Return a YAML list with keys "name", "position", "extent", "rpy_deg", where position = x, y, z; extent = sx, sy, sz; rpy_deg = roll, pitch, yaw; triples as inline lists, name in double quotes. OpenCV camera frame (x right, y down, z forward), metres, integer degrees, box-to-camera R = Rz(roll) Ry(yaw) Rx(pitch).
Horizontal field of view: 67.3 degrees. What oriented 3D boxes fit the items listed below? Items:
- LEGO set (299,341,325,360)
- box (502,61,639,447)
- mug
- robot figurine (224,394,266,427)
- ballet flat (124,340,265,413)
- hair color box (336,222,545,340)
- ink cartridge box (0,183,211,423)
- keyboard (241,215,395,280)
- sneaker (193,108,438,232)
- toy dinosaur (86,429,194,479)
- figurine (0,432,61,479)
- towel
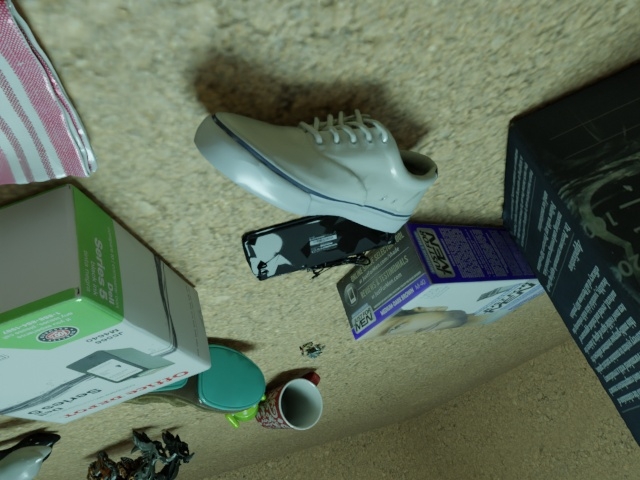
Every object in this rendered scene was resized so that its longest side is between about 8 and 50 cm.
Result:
- name: "LEGO set"
  position: [-0.018, 0.239, 1.020]
  extent: [0.054, 0.023, 0.083]
  rpy_deg: [-32, 150, 22]
- name: "box"
  position: [0.526, 0.018, 0.499]
  extent: [0.480, 0.471, 0.297]
  rpy_deg: [-25, 152, 8]
- name: "mug"
  position: [-0.071, 0.400, 1.171]
  extent: [0.150, 0.113, 0.169]
  rpy_deg: [-11, 165, -36]
- name: "robot figurine"
  position: [-0.180, 0.386, 1.131]
  extent: [0.101, 0.067, 0.115]
  rpy_deg: [-40, 160, -25]
- name: "ballet flat"
  position: [-0.233, 0.217, 0.766]
  extent: [0.124, 0.116, 0.342]
  rpy_deg: [-11, 159, 29]
- name: "hair color box"
  position: [0.219, 0.067, 0.779]
  extent: [0.339, 0.110, 0.185]
  rpy_deg: [2, 146, -34]
- name: "ink cartridge box"
  position: [-0.256, 0.086, 0.487]
  extent: [0.199, 0.114, 0.272]
  rpy_deg: [-20, 153, 0]
- name: "keyboard"
  position: [0.000, 0.000, 0.606]
  extent: [0.192, 0.038, 0.100]
  rpy_deg: [-14, 129, -9]
- name: "sneaker"
  position: [0.012, -0.075, 0.423]
  extent: [0.258, 0.094, 0.091]
  rpy_deg: [9, 123, -50]
- name: "toy dinosaur"
  position: [-0.419, 0.590, 1.166]
  extent: [0.322, 0.218, 0.164]
  rpy_deg: [23, 167, 5]
- name: "figurine"
  position: [-0.576, 0.401, 0.836]
  extent: [0.210, 0.092, 0.215]
  rpy_deg: [-16, 176, -25]
- name: "towel"
  position: [-0.260, -0.071, 0.293]
  extent: [0.197, 0.029, 0.144]
  rpy_deg: [-14, 151, -11]
